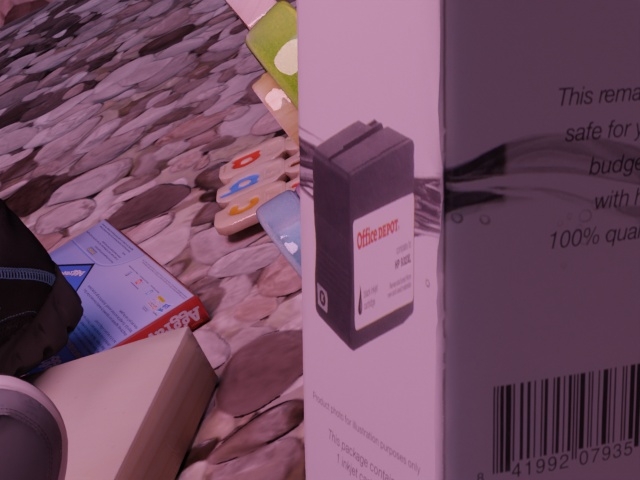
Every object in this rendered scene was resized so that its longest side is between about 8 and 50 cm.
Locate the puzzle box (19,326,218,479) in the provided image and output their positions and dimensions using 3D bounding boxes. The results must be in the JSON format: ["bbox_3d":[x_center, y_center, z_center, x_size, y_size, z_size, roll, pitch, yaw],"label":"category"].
[{"bbox_3d":[-0.286,0.202,0.933,0.409,0.052,0.272,-18,25,22],"label":"puzzle box"}]

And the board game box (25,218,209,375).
[{"bbox_3d":[-0.204,0.058,1.178,0.145,0.027,0.281,-31,23,-13],"label":"board game box"}]

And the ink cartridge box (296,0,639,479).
[{"bbox_3d":[0.114,-0.011,0.545,0.223,0.307,0.129,-7,14,-24],"label":"ink cartridge box"}]

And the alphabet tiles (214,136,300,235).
[{"bbox_3d":[0.035,-0.088,1.233,0.278,0.021,0.284,-23,24,8],"label":"alphabet tiles"}]

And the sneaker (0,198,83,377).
[{"bbox_3d":[-0.288,0.088,0.931,0.125,0.139,0.341,-15,27,23],"label":"sneaker"}]

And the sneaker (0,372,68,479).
[{"bbox_3d":[-0.208,0.205,0.642,0.295,0.124,0.178,-60,18,-6],"label":"sneaker"}]

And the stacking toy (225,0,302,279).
[{"bbox_3d":[0.000,0.000,0.785,0.130,0.279,0.309,-38,25,2],"label":"stacking toy"}]
